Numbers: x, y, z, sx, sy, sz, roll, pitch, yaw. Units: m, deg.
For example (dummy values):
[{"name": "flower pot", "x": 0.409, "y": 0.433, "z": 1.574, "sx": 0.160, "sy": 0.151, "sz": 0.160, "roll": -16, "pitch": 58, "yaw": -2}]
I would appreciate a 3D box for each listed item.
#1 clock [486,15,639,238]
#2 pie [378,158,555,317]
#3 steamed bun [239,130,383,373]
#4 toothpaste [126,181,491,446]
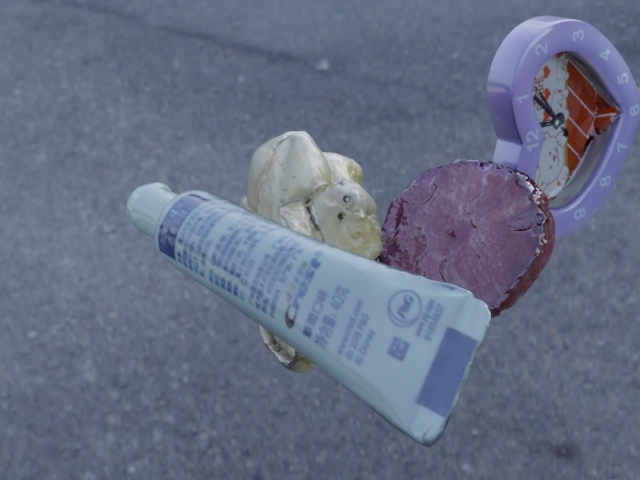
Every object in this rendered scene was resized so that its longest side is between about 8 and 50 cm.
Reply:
[{"name": "clock", "x": 0.214, "y": -0.108, "z": 1.230, "sx": 0.172, "sy": 0.198, "sz": 0.064, "roll": -19, "pitch": 25, "yaw": -34}, {"name": "pie", "x": 0.122, "y": 0.001, "z": 1.145, "sx": 0.154, "sy": 0.036, "sz": 0.154, "roll": -8, "pitch": 68, "yaw": 19}, {"name": "steamed bun", "x": 0.000, "y": 0.000, "z": 1.177, "sx": 0.106, "sy": 0.192, "sz": 0.177, "roll": -5, "pitch": 26, "yaw": -21}, {"name": "toothpaste", "x": -0.016, "y": 0.018, "z": 0.588, "sx": 0.037, "sy": 0.062, "sz": 0.216, "roll": 14, "pitch": 8, "yaw": -47}]
